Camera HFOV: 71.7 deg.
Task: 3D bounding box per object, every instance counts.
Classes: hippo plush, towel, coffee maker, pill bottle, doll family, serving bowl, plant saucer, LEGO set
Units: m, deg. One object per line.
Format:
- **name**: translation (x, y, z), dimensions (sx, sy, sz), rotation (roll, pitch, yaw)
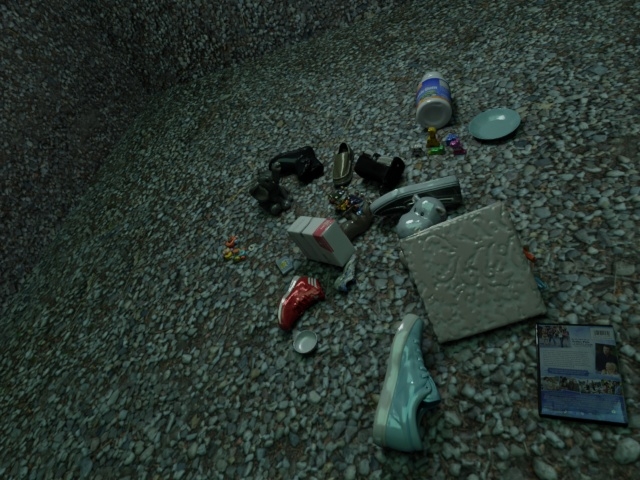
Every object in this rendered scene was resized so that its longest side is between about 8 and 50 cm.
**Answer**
- **hippo plush**: translation (0.370, -0.014, 1.398), dimensions (0.294, 0.237, 0.234), rotation (-40, 43, -10)
- **towel**: translation (0.427, 0.096, 1.264), dimensions (0.316, 0.053, 0.332), rotation (-21, 85, 12)
- **coffee maker**: translation (0.228, -0.283, 1.819), dimensions (0.171, 0.120, 0.178), rotation (-47, 44, -17)
- **pill bottle**: translation (0.503, -0.635, 1.976), dimensions (0.152, 0.152, 0.272), rotation (-9, 46, 21)
- **doll family**: translation (0.117, -0.140, 1.781), dimensions (0.192, 0.076, 0.111), rotation (22, 58, 37)
- **serving bowl**: translation (-0.045, 0.336, 1.450), dimensions (0.083, 0.027, 0.083), rotation (-16, 45, 16)
- **plant saucer**: translation (0.701, -0.459, 1.785), dimensions (0.194, 0.037, 0.195), rotation (-16, 44, 16)
- **LEGO set**: translation (0.481, -0.411, 1.820), dimensions (0.227, 0.093, 0.087), rotation (2, 51, 31)

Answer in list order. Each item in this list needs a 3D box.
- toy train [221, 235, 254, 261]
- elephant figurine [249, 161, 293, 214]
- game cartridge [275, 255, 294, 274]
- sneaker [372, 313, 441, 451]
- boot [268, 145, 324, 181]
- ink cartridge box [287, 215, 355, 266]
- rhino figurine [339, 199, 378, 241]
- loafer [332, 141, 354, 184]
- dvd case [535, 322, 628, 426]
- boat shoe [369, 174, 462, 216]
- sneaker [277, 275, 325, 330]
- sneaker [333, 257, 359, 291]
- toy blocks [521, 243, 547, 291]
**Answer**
- **toy train**: translation (-0.367, 0.028, 1.906), dimensions (0.166, 0.046, 0.125), rotation (15, 59, 38)
- **elephant figurine**: translation (-0.231, -0.246, 1.946), dimensions (0.185, 0.239, 0.169), rotation (-29, 43, 1)
- **game cartridge**: translation (-0.138, 0.095, 1.739), dimensions (0.056, 0.017, 0.083), rotation (-33, 42, -8)
- **sneaker**: translation (0.255, 0.377, 1.185), dimensions (0.150, 0.135, 0.366), rotation (7, 62, 24)
- **boot**: translation (-0.118, -0.343, 2.083), dimensions (0.246, 0.094, 0.207), rotation (-22, 39, 0)
- **ink cartridge box**: translation (0.000, 0.000, 1.611), dimensions (0.217, 0.159, 0.092), rotation (8, 51, 52)
- **rhino figurine**: translation (0.128, -0.069, 1.694), dimensions (0.243, 0.106, 0.073), rotation (-36, 2, -8)
- **loafer**: translation (0.092, -0.346, 1.976), dimensions (0.094, 0.087, 0.251), rotation (-10, 46, 21)
- **dvd case**: translation (0.634, 0.320, 1.096), dimensions (0.180, 0.022, 0.253), rotation (-4, 49, 27)
- **boat shoe**: translation (0.347, -0.135, 1.607), dimensions (0.334, 0.121, 0.119), rotation (-17, 78, 15)
- **sneaker**: translation (-0.062, 0.211, 1.537), dimensions (0.127, 0.087, 0.221), rotation (-4, 50, 27)
- **sneaker**: translation (0.105, 0.126, 1.559), dimensions (0.058, 0.052, 0.135), rotation (23, 71, 30)
- **toy blocks**: translation (0.594, 0.070, 1.281), dimensions (0.054, 0.123, 0.148), rotation (-23, 41, -13)
